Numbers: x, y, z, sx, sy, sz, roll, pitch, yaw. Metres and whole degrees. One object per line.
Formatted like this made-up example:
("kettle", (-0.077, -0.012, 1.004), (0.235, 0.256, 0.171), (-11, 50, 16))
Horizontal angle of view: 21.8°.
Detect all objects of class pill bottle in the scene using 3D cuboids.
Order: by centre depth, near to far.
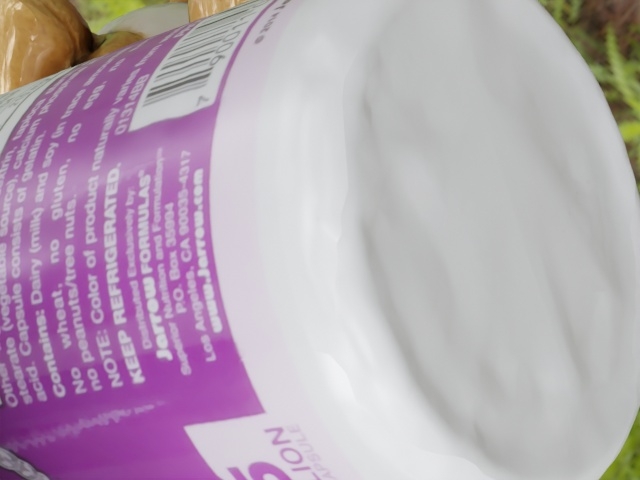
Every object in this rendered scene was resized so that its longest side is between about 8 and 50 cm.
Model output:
("pill bottle", (-0.059, 0.024, 0.551), (0.302, 0.169, 0.169), (-14, 118, 39))

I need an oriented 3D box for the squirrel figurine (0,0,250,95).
("squirrel figurine", (0.000, 0.000, 1.095), (0.370, 0.281, 0.397), (14, 105, 27))
